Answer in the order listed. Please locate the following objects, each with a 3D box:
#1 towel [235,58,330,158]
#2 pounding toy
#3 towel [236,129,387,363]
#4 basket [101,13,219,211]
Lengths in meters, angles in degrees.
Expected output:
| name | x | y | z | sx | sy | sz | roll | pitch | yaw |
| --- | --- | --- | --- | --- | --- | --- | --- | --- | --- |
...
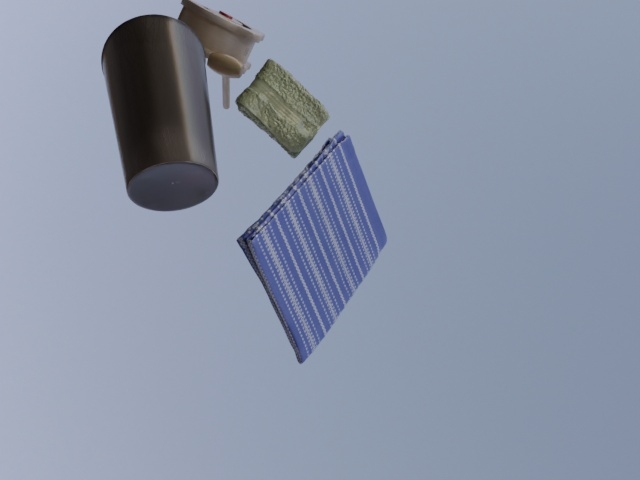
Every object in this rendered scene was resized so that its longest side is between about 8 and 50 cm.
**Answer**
| name | x | y | z | sx | sy | sz | roll | pitch | yaw |
| --- | --- | --- | --- | --- | --- | --- | --- | --- | --- |
| towel | -0.061 | -0.220 | 1.356 | 0.110 | 0.148 | 0.027 | -54 | -155 | -11 |
| pounding toy | -0.206 | -0.345 | 1.495 | 0.154 | 0.154 | 0.269 | -63 | -173 | 14 |
| towel | 0.000 | 0.000 | 1.325 | 0.040 | 0.243 | 0.336 | -3 | -146 | 35 |
| basket | -0.226 | -0.169 | 1.171 | 0.154 | 0.204 | 0.226 | -8 | -117 | -12 |
